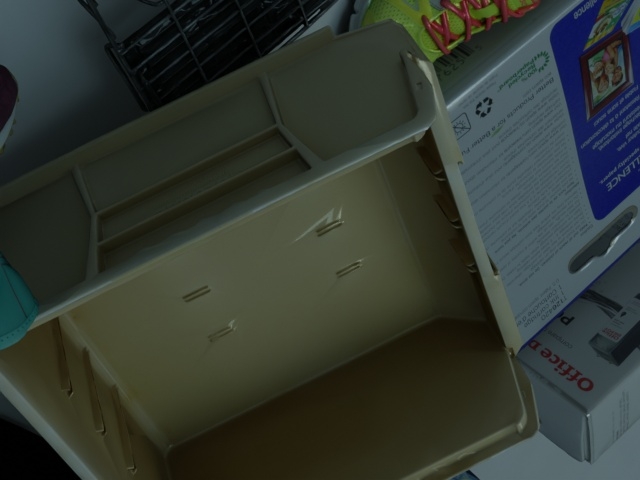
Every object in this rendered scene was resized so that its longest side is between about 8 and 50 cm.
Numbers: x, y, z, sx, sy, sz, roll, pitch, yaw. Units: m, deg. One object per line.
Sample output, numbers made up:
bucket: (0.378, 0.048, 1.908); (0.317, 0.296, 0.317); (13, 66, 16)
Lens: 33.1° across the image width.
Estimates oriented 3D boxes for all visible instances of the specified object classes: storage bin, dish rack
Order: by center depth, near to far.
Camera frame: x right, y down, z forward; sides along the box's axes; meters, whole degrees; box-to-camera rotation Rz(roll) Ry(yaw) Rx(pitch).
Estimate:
dish rack: (-0.071, -0.203, 0.551); (0.208, 0.074, 0.271); (-41, 141, -13)
storage bin: (-0.021, 0.047, 0.622); (0.260, 0.123, 0.262); (-26, 131, 0)

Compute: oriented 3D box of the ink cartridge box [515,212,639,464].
ink cartridge box: (0.264, 0.079, 1.020); (0.218, 0.158, 0.092); (-39, 140, -17)

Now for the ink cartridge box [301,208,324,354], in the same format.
ink cartridge box: (0.000, 0.000, 0.753); (0.092, 0.090, 0.143); (-26, 135, -29)

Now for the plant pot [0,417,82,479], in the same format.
plant pot: (-0.203, 0.213, 0.651); (0.187, 0.188, 0.167); (-59, 153, 6)

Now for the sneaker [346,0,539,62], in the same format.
sneaker: (0.102, -0.173, 0.725); (0.208, 0.094, 0.081); (-51, 143, -1)

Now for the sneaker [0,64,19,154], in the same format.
sneaker: (-0.231, -0.045, 0.508); (0.185, 0.069, 0.084); (-39, 140, -20)

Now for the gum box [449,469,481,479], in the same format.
gum box: (0.134, 0.291, 1.050); (0.184, 0.157, 0.041); (3, 116, -46)

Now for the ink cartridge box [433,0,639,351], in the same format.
ink cartridge box: (0.193, -0.079, 0.885); (0.304, 0.072, 0.307); (-41, 140, -10)

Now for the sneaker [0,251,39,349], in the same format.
sneaker: (-0.171, -0.040, 0.426); (0.178, 0.124, 0.295); (41, 91, -21)
